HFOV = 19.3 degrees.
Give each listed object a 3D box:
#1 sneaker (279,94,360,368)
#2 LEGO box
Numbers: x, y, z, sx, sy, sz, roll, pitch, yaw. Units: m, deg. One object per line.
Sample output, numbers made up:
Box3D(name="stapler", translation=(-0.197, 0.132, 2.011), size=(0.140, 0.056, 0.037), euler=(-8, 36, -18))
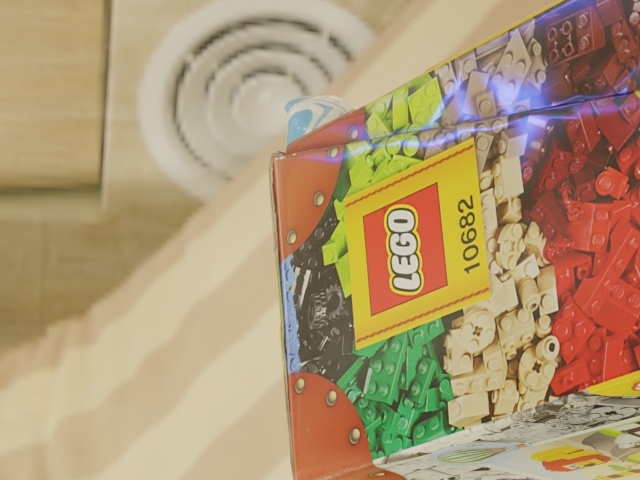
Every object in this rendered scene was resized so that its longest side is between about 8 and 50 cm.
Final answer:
Box3D(name="sneaker", translation=(0.000, 0.000, 1.426), size=(0.085, 0.237, 0.086), euler=(-14, 33, -35))
Box3D(name="LEGO box", translation=(0.284, 0.024, 0.991), size=(0.500, 0.372, 0.193), euler=(13, 63, -39))
